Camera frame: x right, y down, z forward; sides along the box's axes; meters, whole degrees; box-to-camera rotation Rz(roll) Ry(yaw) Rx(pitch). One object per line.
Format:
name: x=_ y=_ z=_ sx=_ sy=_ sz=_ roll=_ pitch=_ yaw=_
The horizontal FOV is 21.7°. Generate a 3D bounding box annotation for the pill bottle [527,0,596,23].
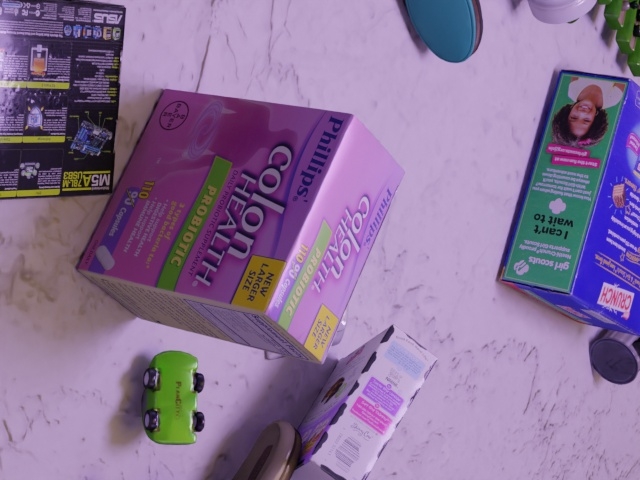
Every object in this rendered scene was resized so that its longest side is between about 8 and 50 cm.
pill bottle: x=0.286 y=-0.387 z=2.137 sx=0.121 sy=0.121 sz=0.216 roll=-56 pitch=138 yaw=-29

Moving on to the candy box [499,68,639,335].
candy box: x=0.401 y=-0.048 z=2.388 sx=0.268 sy=0.122 sz=0.317 roll=27 pitch=76 yaw=-55

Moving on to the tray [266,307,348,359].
tray: x=0.000 y=0.000 z=1.926 sx=0.145 sy=0.030 sz=0.270 roll=-8 pitch=105 yaw=-52

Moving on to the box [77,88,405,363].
box: x=-0.078 y=-0.019 z=1.630 sx=0.117 sy=0.243 sz=0.213 roll=45 pitch=63 yaw=-50

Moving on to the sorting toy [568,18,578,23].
sorting toy: x=0.337 y=-0.348 z=2.298 sx=0.061 sy=0.042 sz=0.102 roll=-48 pitch=149 yaw=-14

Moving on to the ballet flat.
ballet flat: x=0.131 y=-0.334 z=1.969 sx=0.280 sy=0.095 sz=0.096 roll=57 pitch=42 yaw=-44

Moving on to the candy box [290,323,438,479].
candy box: x=0.032 y=0.209 z=1.909 sx=0.070 sy=0.165 sz=0.196 roll=37 pitch=62 yaw=-6

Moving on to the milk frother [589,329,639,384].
milk frother: x=0.475 y=0.121 z=2.574 sx=0.143 sy=0.129 sz=0.135 roll=48 pitch=47 yaw=4

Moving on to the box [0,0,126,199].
box: x=-0.259 y=-0.130 z=1.523 sx=0.191 sy=0.045 sz=0.184 roll=-7 pitch=107 yaw=-54

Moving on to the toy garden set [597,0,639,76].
toy garden set: x=0.464 y=-0.385 z=2.419 sx=0.244 sy=0.049 sz=0.203 roll=46 pitch=53 yaw=-55

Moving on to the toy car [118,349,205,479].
toy car: x=-0.154 y=0.227 z=1.717 sx=0.239 sy=0.053 sz=0.225 roll=6 pitch=76 yaw=-24

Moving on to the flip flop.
flip flop: x=-0.113 y=0.303 z=1.800 sx=0.080 sy=0.112 sz=0.277 roll=40 pitch=66 yaw=-21
